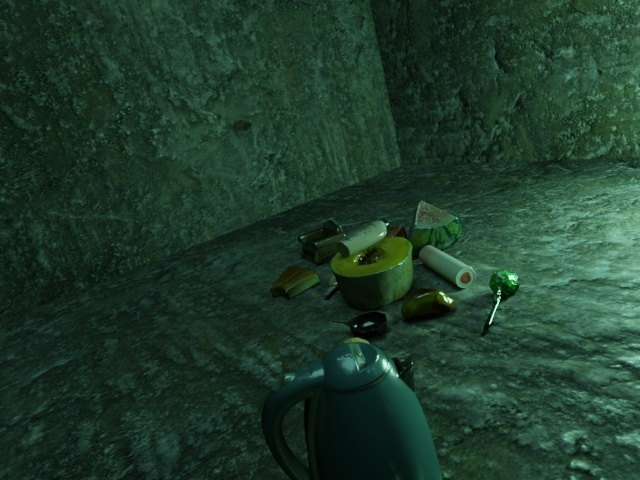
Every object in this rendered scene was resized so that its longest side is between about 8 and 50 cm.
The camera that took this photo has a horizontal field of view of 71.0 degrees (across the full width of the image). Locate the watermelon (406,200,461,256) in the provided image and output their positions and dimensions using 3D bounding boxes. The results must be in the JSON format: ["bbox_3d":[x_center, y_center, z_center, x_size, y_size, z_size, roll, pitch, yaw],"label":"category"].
[{"bbox_3d":[0.496,-0.053,2.038,0.262,0.213,0.201,-10,58,-5],"label":"watermelon"}]

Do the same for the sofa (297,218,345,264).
[{"bbox_3d":[0.000,0.000,2.408,0.200,0.182,0.258,-22,18,-19],"label":"sofa"}]

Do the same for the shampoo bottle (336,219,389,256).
[{"bbox_3d":[0.184,-0.019,1.836,0.257,0.078,0.127,-30,30,-29],"label":"shampoo bottle"}]

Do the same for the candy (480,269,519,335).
[{"bbox_3d":[0.574,0.202,1.469,0.097,0.097,0.323,-2,28,37],"label":"candy"}]

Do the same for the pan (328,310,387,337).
[{"bbox_3d":[0.143,0.292,1.569,0.128,0.048,0.202,-26,21,-36],"label":"pan"}]

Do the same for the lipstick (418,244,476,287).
[{"bbox_3d":[0.505,0.100,1.816,0.087,0.087,0.327,-17,16,-8],"label":"lipstick"}]

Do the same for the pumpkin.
[{"bbox_3d":[0.224,0.135,1.797,0.332,0.199,0.332,-17,23,7],"label":"pumpkin"}]

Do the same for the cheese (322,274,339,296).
[{"bbox_3d":[0.061,0.197,1.965,0.097,0.037,0.192,-6,18,31],"label":"cheese"}]

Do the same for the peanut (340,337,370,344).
[{"bbox_3d":[0.106,0.362,1.248,0.147,0.147,0.305,-17,12,-9],"label":"peanut"}]

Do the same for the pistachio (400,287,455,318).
[{"bbox_3d":[0.366,0.210,1.554,0.189,0.100,0.110,-14,18,7],"label":"pistachio"}]

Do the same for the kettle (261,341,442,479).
[{"bbox_3d":[0.053,0.371,0.884,0.319,0.342,0.247,-16,17,-3],"label":"kettle"}]

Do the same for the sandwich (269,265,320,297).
[{"bbox_3d":[-0.152,0.194,2.118,0.212,0.063,0.245,-26,19,-29],"label":"sandwich"}]

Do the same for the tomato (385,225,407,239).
[{"bbox_3d":[0.321,0.026,2.161,0.237,0.095,0.237,-34,9,6],"label":"tomato"}]
